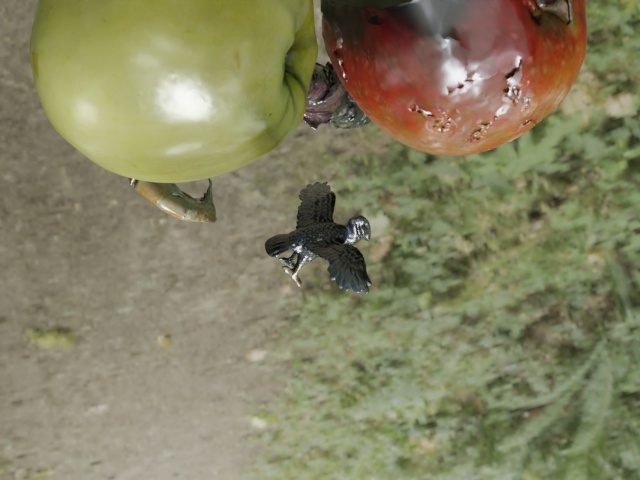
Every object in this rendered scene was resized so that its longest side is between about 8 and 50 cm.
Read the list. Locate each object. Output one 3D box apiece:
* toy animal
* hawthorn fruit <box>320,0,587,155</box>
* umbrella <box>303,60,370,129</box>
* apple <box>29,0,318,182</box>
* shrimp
[{"bbox_3d":[0.000,0.000,1.177,0.108,0.220,0.062,-29,125,10],"label":"toy animal"},{"bbox_3d":[0.143,-0.240,1.244,0.315,0.316,0.316,-13,159,-5],"label":"hawthorn fruit"},{"bbox_3d":[0.002,-0.222,1.664,0.094,0.090,0.326,-44,163,12],"label":"umbrella"},{"bbox_3d":[-0.129,-0.171,1.001,0.262,0.262,0.262,-13,159,-5],"label":"apple"},{"bbox_3d":[-0.250,-0.102,1.914,0.178,0.289,0.075,35,96,-17],"label":"shrimp"}]
